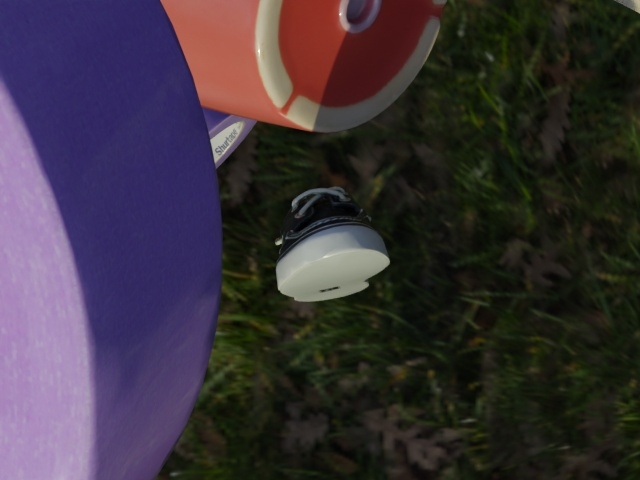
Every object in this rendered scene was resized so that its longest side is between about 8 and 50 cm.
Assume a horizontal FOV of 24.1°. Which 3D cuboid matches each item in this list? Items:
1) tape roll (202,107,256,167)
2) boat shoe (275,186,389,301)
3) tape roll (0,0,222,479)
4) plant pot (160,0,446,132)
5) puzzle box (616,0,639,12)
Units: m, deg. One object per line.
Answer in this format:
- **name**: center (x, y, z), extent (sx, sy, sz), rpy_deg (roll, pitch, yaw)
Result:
- **tape roll**: center (-0.152, -0.107, 1.566), extent (0.189, 0.189, 0.080), rpy_deg (-44, 85, 6)
- **boat shoe**: center (0.000, 0.000, 1.073), extent (0.078, 0.219, 0.070), rpy_deg (-12, 83, -5)
- **tape roll**: center (-0.168, 0.001, 0.390), extent (0.275, 0.090, 0.275), rpy_deg (6, 112, 14)
- **plant pot**: center (-0.051, -0.212, 1.145), extent (0.243, 0.275, 0.275), rpy_deg (29, 91, 39)
- **puzzle box**: center (0.367, -0.323, 1.425), extent (0.272, 0.052, 0.409), rpy_deg (-38, 45, -11)
